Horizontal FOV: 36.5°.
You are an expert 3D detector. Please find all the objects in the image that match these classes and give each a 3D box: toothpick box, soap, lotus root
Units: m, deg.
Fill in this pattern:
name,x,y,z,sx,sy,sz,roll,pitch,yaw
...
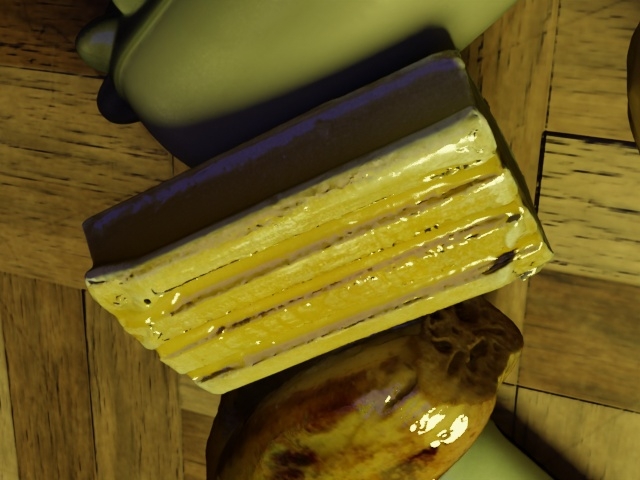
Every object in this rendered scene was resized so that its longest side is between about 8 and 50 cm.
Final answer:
name,x,y,z,sx,sy,sz,roll,pitch,yaw
toothpick box,-0.023,-0.169,0.664,0.229,0.229,0.316,49,122,0
soap,0.000,0.000,0.652,0.274,0.089,0.173,-23,142,15
lotus root,0.014,0.130,0.795,0.193,0.193,0.291,49,122,0

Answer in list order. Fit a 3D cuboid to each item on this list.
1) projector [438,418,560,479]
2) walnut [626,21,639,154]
name,x,y,z,sx,sy,sz,roll,pitch,yaw
projector,0.225,0.291,0.800,0.337,0.108,0.108,41,121,5
walnut,0.352,-0.085,0.477,0.384,0.383,0.383,9,113,22
